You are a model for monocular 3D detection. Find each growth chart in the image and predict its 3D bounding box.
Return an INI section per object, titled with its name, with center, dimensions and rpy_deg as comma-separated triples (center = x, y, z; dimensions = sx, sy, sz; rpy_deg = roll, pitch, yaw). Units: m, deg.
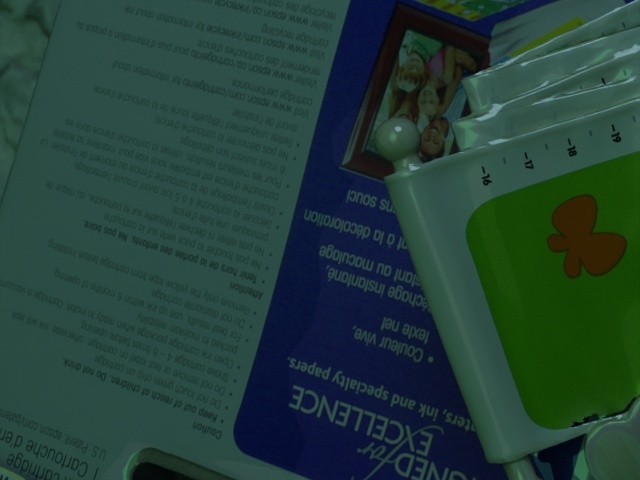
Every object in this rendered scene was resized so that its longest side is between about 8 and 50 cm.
[growth chart]
center = 0.140, -0.018, 0.600
dimensions = 0.237, 0.021, 0.172
rpy_deg = -29, 91, 2

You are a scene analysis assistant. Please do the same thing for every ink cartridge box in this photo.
[ink cartridge box]
center = 0.000, 0.000, 0.710
dimensions = 0.303, 0.072, 0.307
rpy_deg = 17, 94, 29

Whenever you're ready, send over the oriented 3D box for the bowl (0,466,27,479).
[bowl]
center = -0.178, 0.167, 0.687
dimensions = 0.170, 0.170, 0.080
rpy_deg = 10, 124, 31
